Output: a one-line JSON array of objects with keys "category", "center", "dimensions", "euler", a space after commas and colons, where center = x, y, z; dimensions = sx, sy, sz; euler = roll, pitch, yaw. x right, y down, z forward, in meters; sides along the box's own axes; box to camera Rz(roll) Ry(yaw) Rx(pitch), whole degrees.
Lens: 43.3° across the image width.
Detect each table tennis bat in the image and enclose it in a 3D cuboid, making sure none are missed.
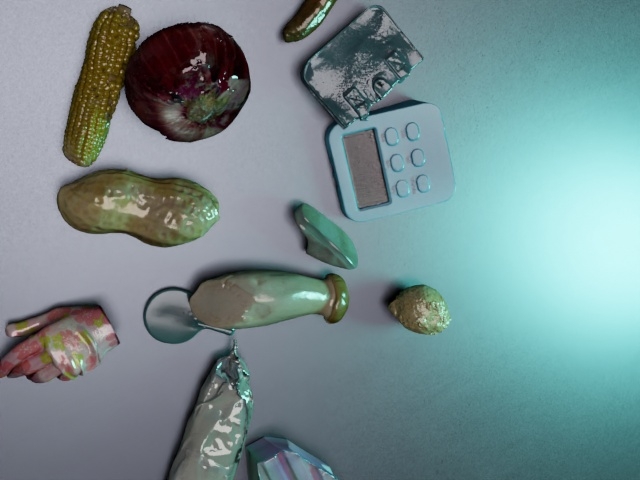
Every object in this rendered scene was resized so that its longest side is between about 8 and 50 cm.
[{"category": "table tennis bat", "center": [-0.278, 0.171, 1.724], "dimensions": [0.201, 0.033, 0.124], "euler": [14, 99, -18]}]

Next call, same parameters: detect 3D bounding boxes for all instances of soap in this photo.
[{"category": "soap", "center": [-0.048, 0.594, 1.850], "dimensions": [0.192, 0.109, 0.324], "euler": [-27, 109, -11]}]

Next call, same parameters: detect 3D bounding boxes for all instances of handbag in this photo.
[{"category": "handbag", "center": [0.087, -0.359, 1.681], "dimensions": [0.229, 0.062, 0.179], "euler": [-41, 94, -5]}]

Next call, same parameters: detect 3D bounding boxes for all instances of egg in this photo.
[{"category": "egg", "center": [0.230, 0.160, 1.837], "dimensions": [0.140, 0.116, 0.118], "euler": [31, 119, -17]}]

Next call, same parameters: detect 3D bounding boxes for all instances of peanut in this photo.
[{"category": "peanut", "center": [-0.359, -0.064, 1.594], "dimensions": [0.313, 0.149, 0.149], "euler": [8, 99, -17]}]

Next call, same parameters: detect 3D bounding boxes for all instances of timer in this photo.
[{"category": "timer", "center": [0.151, -0.170, 1.756], "dimensions": [0.249, 0.091, 0.232], "euler": [-18, 107, -9]}]

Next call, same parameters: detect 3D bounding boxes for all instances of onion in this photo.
[{"category": "onion", "center": [-0.253, -0.314, 1.539], "dimensions": [0.252, 0.219, 0.252], "euler": [-12, 147, -8]}]

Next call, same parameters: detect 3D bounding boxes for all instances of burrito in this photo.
[{"category": "burrito", "center": [-0.231, 0.431, 1.759], "dimensions": [0.138, 0.101, 0.446], "euler": [19, 96, -4]}]

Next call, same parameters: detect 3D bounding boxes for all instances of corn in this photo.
[{"category": "corn", "center": [-0.423, -0.296, 1.543], "dimensions": [0.097, 0.097, 0.320], "euler": [17, 99, -20]}]

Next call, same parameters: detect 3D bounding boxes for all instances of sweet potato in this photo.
[{"category": "sweet potato", "center": [0.010, -0.516, 1.643], "dimensions": [0.075, 0.075, 0.273], "euler": [28, 96, -21]}]

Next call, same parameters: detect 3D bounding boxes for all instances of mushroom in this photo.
[{"category": "mushroom", "center": [-0.102, 0.125, 1.724], "dimensions": [0.350, 0.128, 0.128], "euler": [2, 101, -23]}]

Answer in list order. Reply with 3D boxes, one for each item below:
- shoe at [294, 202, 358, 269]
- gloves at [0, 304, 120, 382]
[{"category": "shoe", "center": [0.000, 0.000, 1.763], "dimensions": [0.078, 0.079, 0.195], "euler": [-29, 123, 28]}, {"category": "gloves", "center": [-0.535, 0.218, 1.609], "dimensions": [0.241, 0.126, 0.145], "euler": [-28, 114, -18]}]
